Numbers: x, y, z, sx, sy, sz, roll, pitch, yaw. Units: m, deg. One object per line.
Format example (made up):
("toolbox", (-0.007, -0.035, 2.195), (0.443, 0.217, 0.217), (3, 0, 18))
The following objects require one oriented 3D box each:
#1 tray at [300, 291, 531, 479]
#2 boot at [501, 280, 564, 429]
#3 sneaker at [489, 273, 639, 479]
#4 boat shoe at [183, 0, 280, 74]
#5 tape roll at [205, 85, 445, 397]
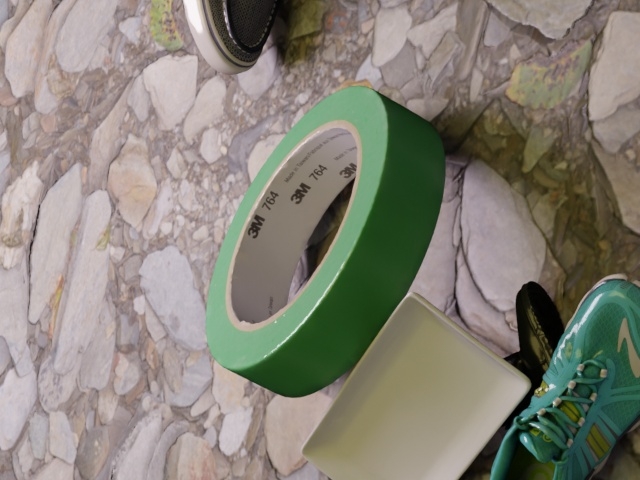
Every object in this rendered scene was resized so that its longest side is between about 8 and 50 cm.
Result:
("tray", (0.092, 0.168, 1.764), (0.145, 0.030, 0.270), (38, 132, 7))
("boot", (0.189, 0.112, 1.741), (0.099, 0.045, 0.121), (-36, 63, 34))
("sneaker", (0.226, 0.160, 1.629), (0.107, 0.110, 0.275), (31, 109, 21))
("boat shoe", (-0.058, -0.363, 2.056), (0.158, 0.127, 0.341), (-8, 76, 39))
("tape roll", (0.000, 0.000, 1.861), (0.321, 0.077, 0.321), (-45, 29, 33))
